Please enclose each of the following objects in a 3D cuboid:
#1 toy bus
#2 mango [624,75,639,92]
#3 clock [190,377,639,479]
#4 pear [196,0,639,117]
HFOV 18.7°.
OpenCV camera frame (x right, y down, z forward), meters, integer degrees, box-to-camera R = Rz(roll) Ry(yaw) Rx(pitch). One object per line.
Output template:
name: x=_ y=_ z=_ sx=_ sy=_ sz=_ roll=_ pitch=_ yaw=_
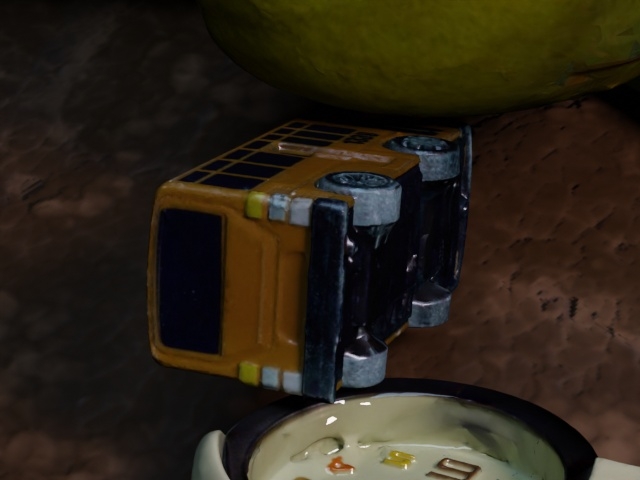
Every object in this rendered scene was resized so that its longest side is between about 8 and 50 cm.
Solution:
toy bus: x=0.000 y=0.000 z=0.935 sx=0.114 sy=0.098 sz=0.201 roll=9 pitch=17 yaw=19
mango: x=0.234 y=-0.122 z=1.081 sx=0.137 sy=0.091 sz=0.237 roll=-30 pitch=47 yaw=-27
clock: x=0.095 y=0.160 z=0.749 sx=0.379 sy=0.120 sz=0.276 roll=11 pitch=25 yaw=31
pear: x=0.076 y=-0.184 z=0.981 sx=0.321 sy=0.269 sz=0.269 roll=-18 pitch=43 yaw=9
